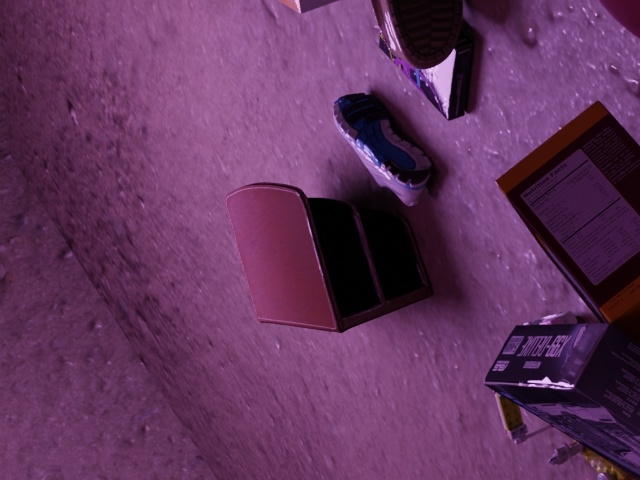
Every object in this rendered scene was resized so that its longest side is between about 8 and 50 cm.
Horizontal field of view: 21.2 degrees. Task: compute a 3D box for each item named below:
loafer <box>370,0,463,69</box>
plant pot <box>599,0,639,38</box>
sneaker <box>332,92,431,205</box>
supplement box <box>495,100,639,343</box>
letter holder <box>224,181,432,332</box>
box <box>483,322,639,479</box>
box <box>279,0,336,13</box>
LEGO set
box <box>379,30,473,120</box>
[{"bbox_3d":[0.092,-0.328,1.992,0.092,0.101,0.269,166,91,-69],"label":"loafer"},{"bbox_3d":[0.329,-0.274,1.384,0.180,0.201,0.201,-35,78,52],"label":"plant pot"},{"bbox_3d":[0.076,-0.116,2.265,0.191,0.071,0.083,54,160,32],"label":"sneaker"},{"bbox_3d":[0.298,0.003,1.679,0.194,0.129,0.191,54,-176,30],"label":"supplement box"},{"bbox_3d":[0.000,0.000,2.441,0.302,0.152,0.214,0,109,67],"label":"letter holder"},{"bbox_3d":[0.340,0.189,1.680,0.307,0.077,0.242,33,170,-11],"label":"box"},{"bbox_3d":[-0.037,-0.389,2.227,0.170,0.091,0.130,37,143,51],"label":"box"},{"bbox_3d":[0.296,0.232,2.031,0.287,0.107,0.132,65,158,6],"label":"LEGO set"},{"bbox_3d":[0.126,-0.237,2.080,0.162,0.029,0.116,49,152,36],"label":"box"}]
